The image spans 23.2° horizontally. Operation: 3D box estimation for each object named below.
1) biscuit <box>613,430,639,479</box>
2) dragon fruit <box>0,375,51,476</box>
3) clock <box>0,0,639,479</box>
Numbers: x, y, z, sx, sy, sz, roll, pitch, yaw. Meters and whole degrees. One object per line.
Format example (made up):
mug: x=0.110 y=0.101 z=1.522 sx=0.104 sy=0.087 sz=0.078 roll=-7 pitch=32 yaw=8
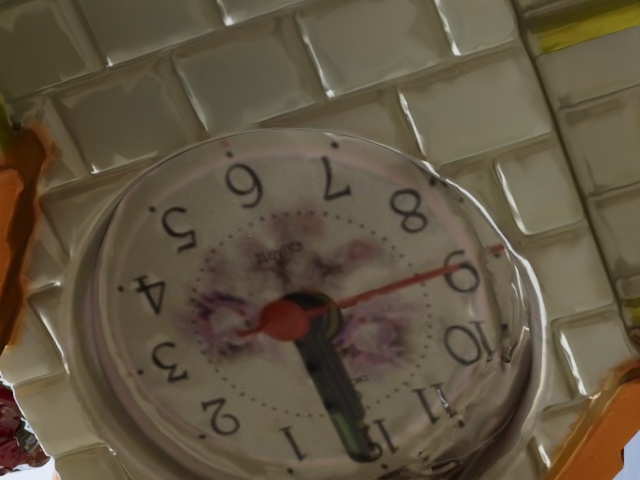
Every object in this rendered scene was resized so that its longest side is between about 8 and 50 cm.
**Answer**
biscuit: x=0.163 y=0.071 z=0.651 sx=0.073 sy=0.107 sz=0.388 roll=5 pitch=-149 yaw=-9
dragon fruit: x=-0.133 y=0.011 z=0.824 sx=0.272 sy=0.218 sz=0.198 roll=-22 pitch=-79 yaw=8
clock: x=0.000 y=0.000 z=0.394 sx=0.219 sy=0.106 sz=0.255 roll=-17 pitch=-64 yaw=16
